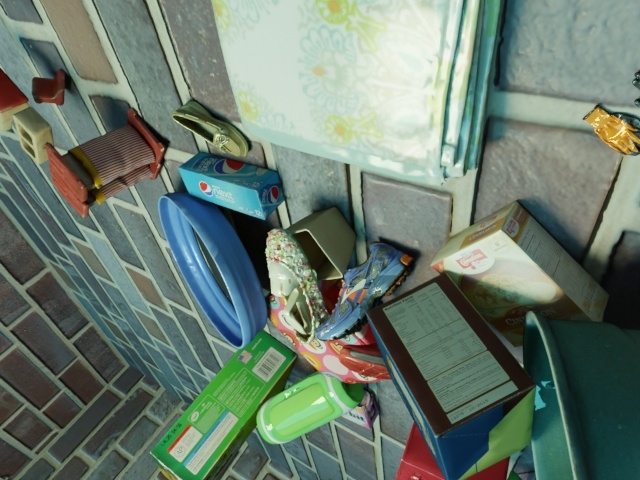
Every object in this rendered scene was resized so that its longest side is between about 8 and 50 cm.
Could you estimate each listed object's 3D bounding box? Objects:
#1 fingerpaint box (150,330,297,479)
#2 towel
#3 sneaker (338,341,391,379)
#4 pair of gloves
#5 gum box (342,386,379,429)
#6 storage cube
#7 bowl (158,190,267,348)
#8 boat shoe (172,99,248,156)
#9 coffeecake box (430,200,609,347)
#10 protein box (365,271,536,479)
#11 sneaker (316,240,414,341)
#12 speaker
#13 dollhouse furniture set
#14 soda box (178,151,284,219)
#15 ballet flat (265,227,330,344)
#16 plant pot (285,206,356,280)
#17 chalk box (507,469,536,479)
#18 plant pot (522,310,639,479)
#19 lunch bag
[{"bbox_3d":[-0.286,0.539,1.384,0.163,0.445,0.371,34,146,12],"label":"fingerpaint box"},{"bbox_3d":[0.022,-0.248,0.538,0.374,0.090,0.321,20,138,27],"label":"towel"},{"bbox_3d":[0.143,0.195,0.854,0.221,0.128,0.087,17,151,-15],"label":"sneaker"},{"bbox_3d":[0.321,-0.125,0.452,0.074,0.010,0.083,40,145,1],"label":"pair of gloves"},{"bbox_3d":[0.073,0.454,1.284,0.188,0.062,0.107,10,136,36],"label":"gum box"},{"bbox_3d":[0.282,0.446,0.955,0.193,0.215,0.184,18,140,19],"label":"storage cube"},{"bbox_3d":[-0.252,0.062,1.051,0.391,0.077,0.391,41,147,34],"label":"bowl"},{"bbox_3d":[-0.202,-0.199,0.832,0.153,0.048,0.056,38,146,3],"label":"boat shoe"},{"bbox_3d":[0.278,0.055,0.642,0.185,0.068,0.142,44,146,-4],"label":"coffeecake box"},{"bbox_3d":[0.183,0.198,0.650,0.201,0.135,0.200,-118,4,-46],"label":"protein box"},{"bbox_3d":[0.068,0.094,0.805,0.087,0.221,0.083,44,-174,24],"label":"sneaker"},{"bbox_3d":[-0.032,0.440,1.209,0.296,0.131,0.131,-35,104,23],"label":"speaker"},{"bbox_3d":[-0.545,-0.256,0.976,0.374,0.201,0.152,48,146,1],"label":"dollhouse furniture set"},{"bbox_3d":[-0.177,-0.112,0.889,0.210,0.067,0.071,18,139,29],"label":"soda box"},{"bbox_3d":[-0.044,0.093,0.803,0.091,0.077,0.241,3,128,41],"label":"ballet flat"},{"bbox_3d":[0.000,0.000,0.820,0.109,0.096,0.109,-14,120,50],"label":"plant pot"},{"bbox_3d":[0.494,0.606,0.995,0.213,0.132,0.132,36,145,8],"label":"chalk box"},{"bbox_3d":[0.412,0.234,0.458,0.333,0.341,0.341,-7,128,18],"label":"plant pot"},{"bbox_3d":[0.032,0.176,0.964,0.293,0.120,0.258,47,145,-8],"label":"lunch bag"}]
